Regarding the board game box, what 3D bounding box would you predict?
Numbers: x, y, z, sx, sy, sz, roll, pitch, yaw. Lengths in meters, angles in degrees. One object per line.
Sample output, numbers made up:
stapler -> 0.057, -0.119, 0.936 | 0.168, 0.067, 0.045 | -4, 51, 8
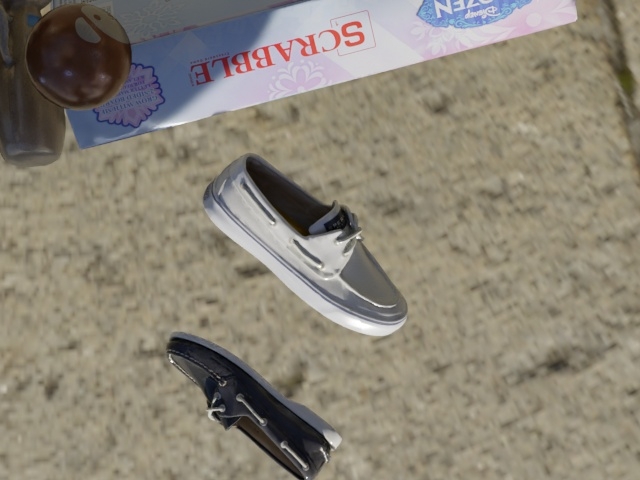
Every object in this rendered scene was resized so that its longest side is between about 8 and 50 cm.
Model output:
board game box -> -0.022, -0.202, 1.190 | 0.318, 0.318, 0.066 | -14, 124, 1

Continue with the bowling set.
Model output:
bowling set -> -0.189, -0.122, 0.941 | 0.200, 0.287, 0.154 | -10, 75, 15

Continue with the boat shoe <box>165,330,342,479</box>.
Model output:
boat shoe -> -0.047, 0.103, 1.091 | 0.125, 0.046, 0.038 | 36, 70, -6

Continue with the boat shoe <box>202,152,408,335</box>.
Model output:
boat shoe -> 0.000, 0.000, 0.729 | 0.100, 0.035, 0.035 | 39, 127, -6
